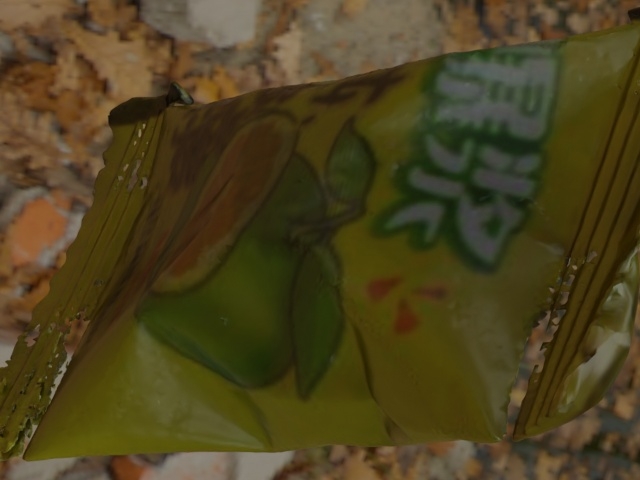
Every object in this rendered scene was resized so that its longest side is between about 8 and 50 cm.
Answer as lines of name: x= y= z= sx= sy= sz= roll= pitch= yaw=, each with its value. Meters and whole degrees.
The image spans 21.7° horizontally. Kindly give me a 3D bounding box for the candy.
candy: x=0.000 y=0.000 z=0.606 sx=0.081 sy=0.297 sz=0.187 roll=45 pitch=53 yaw=-35
